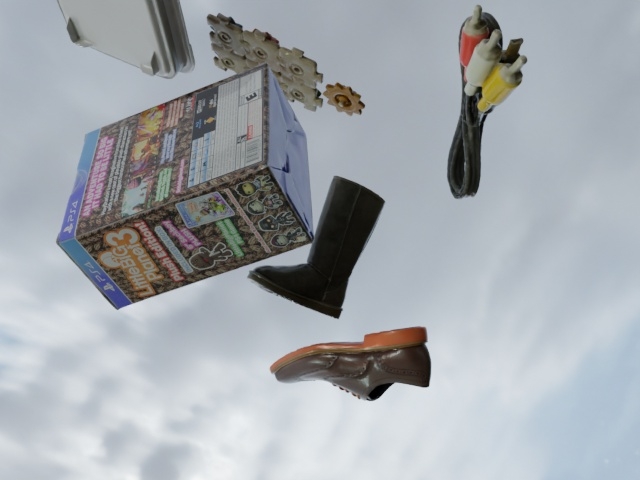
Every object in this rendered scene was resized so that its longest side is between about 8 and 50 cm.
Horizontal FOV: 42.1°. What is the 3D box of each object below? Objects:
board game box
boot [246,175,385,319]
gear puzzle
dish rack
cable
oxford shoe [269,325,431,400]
[{"bbox_3d":[-0.171,-0.073,1.110,0.290,0.232,0.141,-18,-48,14],"label":"board game box"},{"bbox_3d":[-0.002,-0.001,1.280,0.189,0.076,0.209,23,-92,-36],"label":"boot"},{"bbox_3d":[-0.061,-0.333,1.594,0.044,0.338,0.175,-59,-13,-22],"label":"gear puzzle"},{"bbox_3d":[-0.374,-0.425,1.460,0.072,0.285,0.333,-56,-19,-27],"label":"dish rack"},{"bbox_3d":[0.188,-0.176,1.080,0.072,0.140,0.287,-13,-33,-23],"label":"cable"},{"bbox_3d":[0.039,0.198,1.253,0.097,0.271,0.099,3,-106,-56],"label":"oxford shoe"}]
